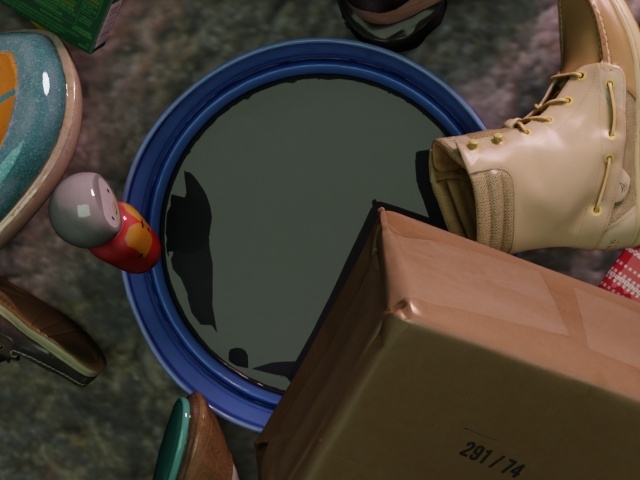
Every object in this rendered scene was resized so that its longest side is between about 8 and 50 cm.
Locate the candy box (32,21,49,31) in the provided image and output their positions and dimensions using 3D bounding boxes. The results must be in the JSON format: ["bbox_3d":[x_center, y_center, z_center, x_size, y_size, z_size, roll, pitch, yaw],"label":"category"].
[{"bbox_3d":[-0.235,-0.300,1.463,0.105,0.027,0.206,46,118,-2],"label":"candy box"}]

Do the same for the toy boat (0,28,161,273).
[{"bbox_3d":[-0.289,-0.069,1.412,0.318,0.148,0.267,29,82,26],"label":"toy boat"}]

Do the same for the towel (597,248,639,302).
[{"bbox_3d":[0.403,0.030,1.480,0.199,0.031,0.275,35,94,3],"label":"towel"}]

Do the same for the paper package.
[{"bbox_3d":[0.139,0.174,1.350,0.325,0.168,0.309,19,121,-16],"label":"paper package"}]

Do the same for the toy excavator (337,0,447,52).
[{"bbox_3d":[0.115,-0.462,1.389,0.433,0.222,0.445,-27,83,4],"label":"toy excavator"}]

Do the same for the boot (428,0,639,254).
[{"bbox_3d":[0.198,-0.112,1.392,0.203,0.095,0.262,-7,89,-19],"label":"boot"}]

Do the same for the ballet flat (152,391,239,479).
[{"bbox_3d":[-0.132,0.309,1.483,0.124,0.116,0.342,17,106,-13],"label":"ballet flat"}]

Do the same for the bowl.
[{"bbox_3d":[0.000,0.000,1.480,0.391,0.077,0.391,0,94,4],"label":"bowl"}]

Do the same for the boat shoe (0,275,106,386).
[{"bbox_3d":[-0.319,0.087,1.509,0.223,0.080,0.073,33,102,7],"label":"boat shoe"}]

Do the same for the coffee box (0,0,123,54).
[{"bbox_3d":[-0.225,-0.282,1.426,0.113,0.040,0.184,30,118,6],"label":"coffee box"}]
